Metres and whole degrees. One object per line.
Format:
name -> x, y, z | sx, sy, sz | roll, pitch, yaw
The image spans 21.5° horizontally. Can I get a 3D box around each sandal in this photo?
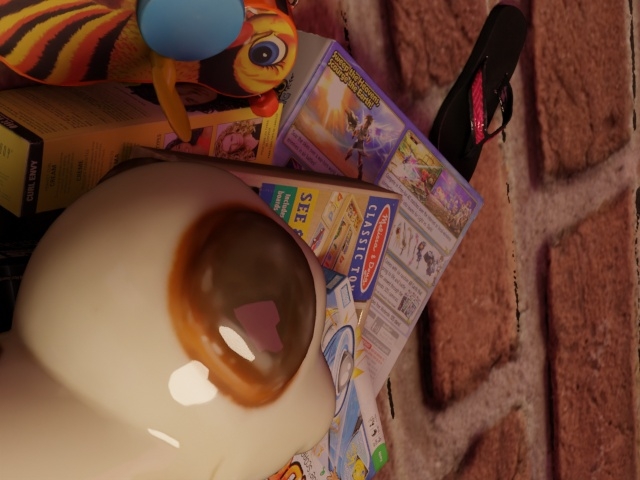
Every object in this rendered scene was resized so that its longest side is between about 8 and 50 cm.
sandal -> 0.150, -0.129, 1.523 | 0.067, 0.040, 0.179 | 28, 82, -49

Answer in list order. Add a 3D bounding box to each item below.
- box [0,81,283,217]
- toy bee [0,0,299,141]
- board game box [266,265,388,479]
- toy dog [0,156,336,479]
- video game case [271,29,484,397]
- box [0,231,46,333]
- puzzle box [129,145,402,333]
box -> -0.140, -0.075, 1.190 | 0.232, 0.087, 0.058 | -15, 125, -45
toy bee -> -0.079, -0.139, 1.143 | 0.162, 0.298, 0.195 | 87, 12, -49
board game box -> -0.016, 0.135, 1.260 | 0.136, 0.035, 0.201 | -45, 139, -31
toy dog -> -0.171, 0.124, 0.994 | 0.408, 0.284, 0.395 | -40, 108, -11
video game case -> 0.000, 0.000, 1.390 | 0.269, 0.061, 0.244 | 42, 74, -47
box -> -0.215, 0.075, 1.171 | 0.180, 0.078, 0.147 | -4, 108, -47
puzzle box -> -0.084, 0.142, 1.250 | 0.272, 0.052, 0.408 | 4, 104, -55
